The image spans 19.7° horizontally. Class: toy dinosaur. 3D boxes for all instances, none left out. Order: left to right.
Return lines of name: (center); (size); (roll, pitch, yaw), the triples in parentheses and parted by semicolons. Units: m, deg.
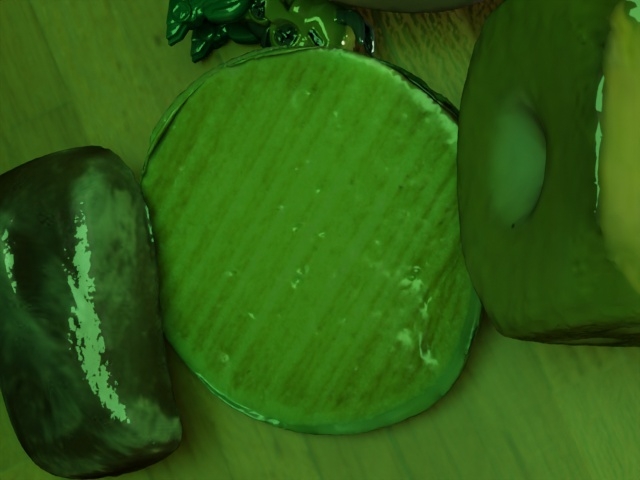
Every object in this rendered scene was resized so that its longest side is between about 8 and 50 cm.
toy dinosaur: (-0.037, -0.229, 1.422); (0.153, 0.094, 0.259); (-4, 78, 15)

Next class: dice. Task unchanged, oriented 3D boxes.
dice: (0.234, -0.051, 1.235); (0.233, 0.227, 0.238); (3, 83, -19)

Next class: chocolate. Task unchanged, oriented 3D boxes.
chocolate: (-0.200, 0.057, 1.394); (0.157, 0.080, 0.254); (-16, 81, 37)

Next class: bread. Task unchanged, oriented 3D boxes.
bread: (-0.006, 0.000, 1.380); (0.301, 0.045, 0.301); (3, 100, 16)

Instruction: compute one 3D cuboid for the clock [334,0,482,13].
clock: (0.054, -0.359, 1.313); (0.368, 0.250, 0.376); (13, 70, -22)
